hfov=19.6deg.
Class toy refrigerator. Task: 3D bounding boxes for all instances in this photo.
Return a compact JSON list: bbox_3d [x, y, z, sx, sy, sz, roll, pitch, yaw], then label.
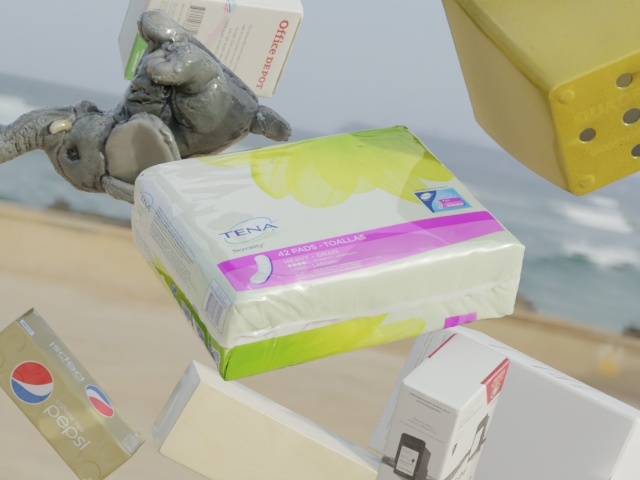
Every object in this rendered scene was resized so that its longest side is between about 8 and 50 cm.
[{"bbox_3d":[-0.058,0.252,2.188,0.270,0.102,0.094,29,7,-17],"label":"toy refrigerator"}]

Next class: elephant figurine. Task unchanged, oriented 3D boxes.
[{"bbox_3d":[-0.193,-0.103,1.874,0.186,0.239,0.169,44,4,28],"label":"elephant figurine"}]

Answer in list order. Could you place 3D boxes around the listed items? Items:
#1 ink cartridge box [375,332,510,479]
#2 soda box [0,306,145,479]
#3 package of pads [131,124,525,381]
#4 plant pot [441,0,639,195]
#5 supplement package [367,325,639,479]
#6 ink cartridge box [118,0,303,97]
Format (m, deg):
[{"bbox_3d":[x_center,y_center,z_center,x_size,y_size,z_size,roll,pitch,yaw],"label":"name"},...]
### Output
[{"bbox_3d":[0.106,0.176,1.667,0.063,0.150,0.109,25,33,20],"label":"ink cartridge box"},{"bbox_3d":[-0.262,0.159,1.862,0.181,0.061,0.058,51,14,-2],"label":"soda box"},{"bbox_3d":[0.000,0.000,1.675,0.297,0.101,0.229,-11,38,-25],"label":"package of pads"},{"bbox_3d":[0.257,-0.169,1.753,0.212,0.212,0.187,-23,44,-2],"label":"plant pot"},{"bbox_3d":[0.242,0.235,2.182,0.293,0.177,0.175,26,3,30],"label":"supplement package"},{"bbox_3d":[-0.148,-0.285,2.471,0.212,0.154,0.093,7,41,-19],"label":"ink cartridge box"}]
